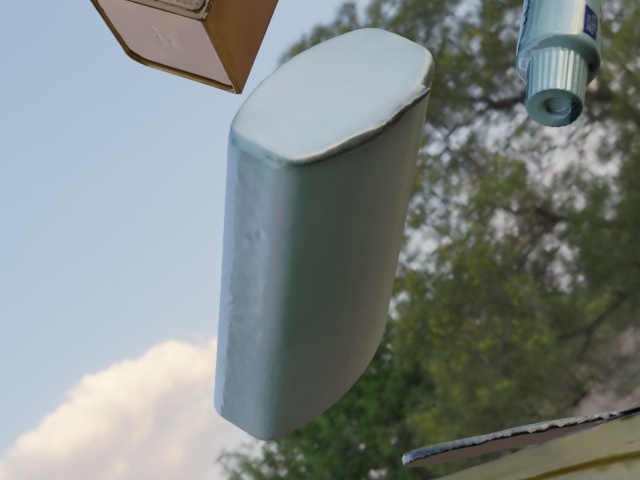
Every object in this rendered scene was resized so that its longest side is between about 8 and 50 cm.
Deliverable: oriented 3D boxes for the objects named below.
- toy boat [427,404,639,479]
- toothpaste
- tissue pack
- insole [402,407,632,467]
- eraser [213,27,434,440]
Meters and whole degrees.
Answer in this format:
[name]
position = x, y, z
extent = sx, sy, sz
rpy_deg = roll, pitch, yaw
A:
[toy boat]
position = 0.079, 0.174, 0.572
extent = 0.310, 0.115, 0.089
rpy_deg = -22, -26, 16
[toothpaste]
position = 0.155, -0.189, 0.736
extent = 0.075, 0.048, 0.297
rpy_deg = 97, -175, -53
[tissue pack]
position = -0.117, -0.328, 1.238
extent = 0.194, 0.145, 0.274
rpy_deg = 72, -143, -74
[insole]
position = 0.218, 0.098, 0.702
extent = 0.348, 0.009, 0.119
rpy_deg = -9, -15, -8
[eraser]
position = 0.000, 0.000, 0.914
extent = 0.189, 0.104, 0.290
rpy_deg = -44, -28, -44
